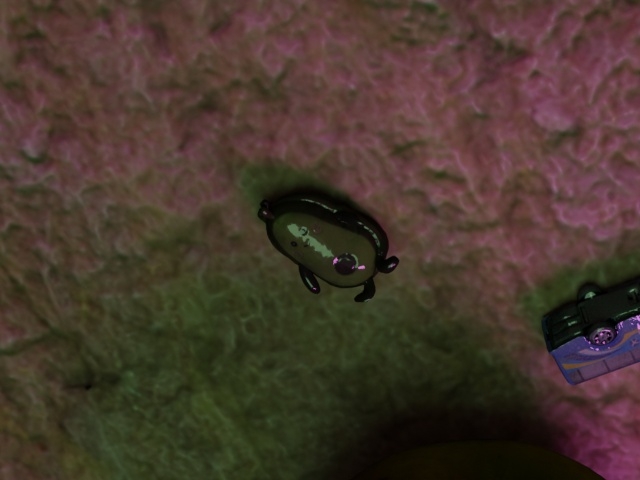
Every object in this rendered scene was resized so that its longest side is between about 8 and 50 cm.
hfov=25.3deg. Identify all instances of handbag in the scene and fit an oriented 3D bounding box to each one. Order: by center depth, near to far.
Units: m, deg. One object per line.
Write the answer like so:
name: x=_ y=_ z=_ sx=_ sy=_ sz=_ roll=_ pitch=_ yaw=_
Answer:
handbag: x=0.000 y=0.000 z=1.080 sx=0.111 sy=0.047 sz=0.072 roll=29 pitch=113 yaw=-12

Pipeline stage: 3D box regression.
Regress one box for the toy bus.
toy bus: x=0.247 y=0.058 z=1.088 sx=0.153 sy=0.051 sz=0.061 roll=-21 pitch=124 yaw=14

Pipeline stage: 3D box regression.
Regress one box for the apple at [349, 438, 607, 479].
apple: x=0.125 y=0.316 z=1.064 sx=0.340 sy=0.339 sz=0.339 roll=2 pitch=115 yaw=4
